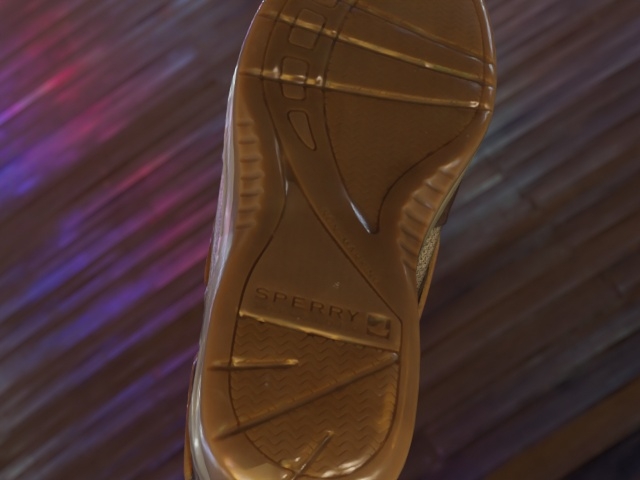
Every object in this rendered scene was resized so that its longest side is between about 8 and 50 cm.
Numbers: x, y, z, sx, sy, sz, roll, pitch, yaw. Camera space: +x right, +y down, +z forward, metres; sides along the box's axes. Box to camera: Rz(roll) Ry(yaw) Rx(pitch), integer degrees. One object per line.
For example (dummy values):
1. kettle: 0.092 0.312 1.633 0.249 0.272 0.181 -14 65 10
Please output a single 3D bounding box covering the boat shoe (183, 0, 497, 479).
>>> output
1. boat shoe: 0.000 0.000 0.855 0.123 0.123 0.342 117 166 -53
